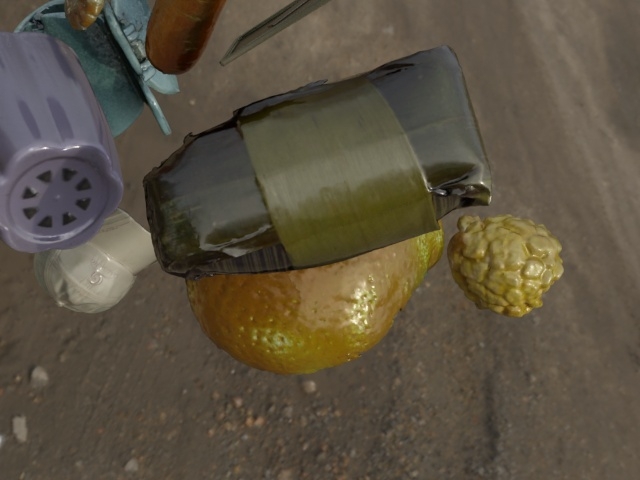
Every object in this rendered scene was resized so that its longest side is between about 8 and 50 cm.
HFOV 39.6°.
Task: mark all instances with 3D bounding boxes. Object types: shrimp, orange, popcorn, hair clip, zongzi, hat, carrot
[{"bbox_3d":[-0.404,-0.457,1.537,0.101,0.190,0.042,34,23,32],"label":"shrimp"},{"bbox_3d":[0.001,-0.007,1.029,0.262,0.196,0.334,29,41,19],"label":"orange"},{"bbox_3d":[0.261,0.029,1.276,0.180,0.170,0.180,38,37,-36],"label":"popcorn"},{"bbox_3d":[-0.465,-0.375,1.885,0.392,0.238,0.318,-99,169,-55],"label":"hair clip"},{"bbox_3d":[-0.008,-0.050,0.841,0.289,0.317,0.154,-15,86,-1],"label":"zongzi"},{"bbox_3d":[-0.403,0.036,1.643,0.232,0.275,0.161,38,37,-40],"label":"hat"},{"bbox_3d":[-0.119,-0.246,0.866,0.067,0.225,0.067,16,50,-20],"label":"carrot"}]

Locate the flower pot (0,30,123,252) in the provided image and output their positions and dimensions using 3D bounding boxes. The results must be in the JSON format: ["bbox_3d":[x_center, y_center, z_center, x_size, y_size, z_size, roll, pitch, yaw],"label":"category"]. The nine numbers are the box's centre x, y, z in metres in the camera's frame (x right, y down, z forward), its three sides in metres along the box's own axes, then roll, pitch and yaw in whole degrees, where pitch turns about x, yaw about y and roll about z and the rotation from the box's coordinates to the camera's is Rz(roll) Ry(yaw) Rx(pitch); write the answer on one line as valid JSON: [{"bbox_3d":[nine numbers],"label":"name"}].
[{"bbox_3d":[-0.394,-0.118,1.221,0.265,0.265,0.243,-3,39,-40],"label":"flower pot"}]

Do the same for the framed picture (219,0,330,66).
[{"bbox_3d":[-0.071,-0.424,1.686,0.023,0.260,0.189,56,17,-19],"label":"framed picture"}]
